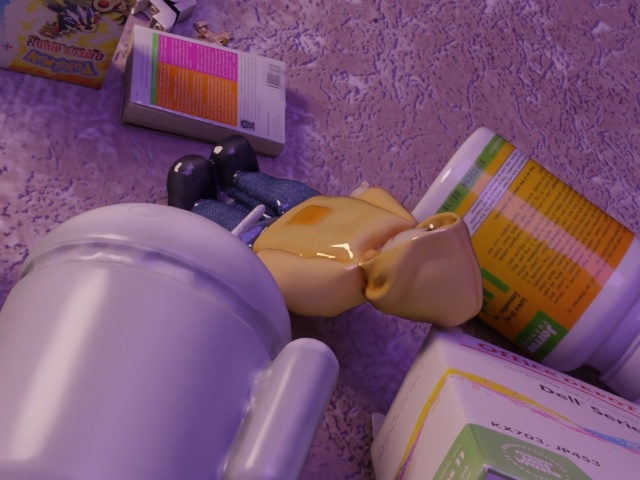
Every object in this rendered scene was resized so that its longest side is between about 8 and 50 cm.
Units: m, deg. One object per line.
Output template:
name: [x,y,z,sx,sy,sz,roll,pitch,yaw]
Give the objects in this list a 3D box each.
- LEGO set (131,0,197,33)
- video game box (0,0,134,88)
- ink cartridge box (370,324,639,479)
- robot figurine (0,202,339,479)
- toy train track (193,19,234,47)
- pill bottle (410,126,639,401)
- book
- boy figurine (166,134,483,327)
LEGO set: [-0.180,-0.302,1.413,0.227,0.087,0.093,46,50,11]
video game box: [-0.254,-0.216,1.245,0.205,0.187,0.048,11,55,-17]
ink cartridge box: [0.154,0.171,1.065,0.207,0.119,0.353,23,12,-8]
robot figurine: [-0.137,0.119,1.022,0.300,0.199,0.353,1,51,23]
toy train track: [-0.088,-0.175,1.407,0.048,0.014,0.083,-28,71,-38]
pill bottle: [0.196,0.026,1.303,0.246,0.136,0.136,37,48,5]
book: [-0.101,-0.134,1.351,0.144,0.035,0.096,13,55,-18]
boy figurine: [0.000,0.000,1.173,0.177,0.092,0.285,-25,31,-36]
